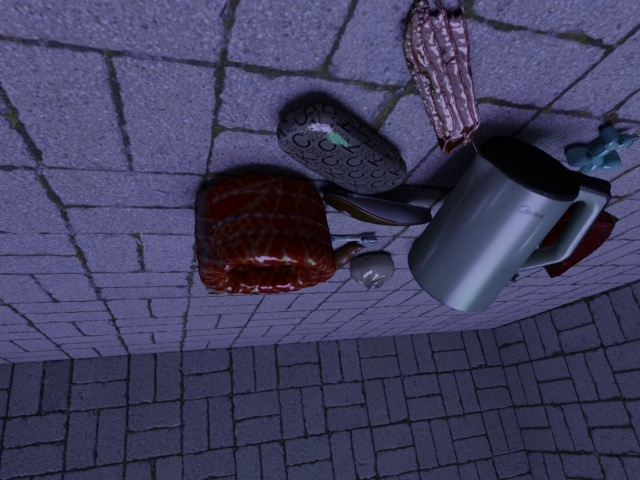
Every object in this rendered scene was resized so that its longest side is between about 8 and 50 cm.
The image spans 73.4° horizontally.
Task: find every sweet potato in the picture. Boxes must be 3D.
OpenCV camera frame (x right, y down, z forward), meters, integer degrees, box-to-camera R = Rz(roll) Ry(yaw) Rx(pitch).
[{"bbox_3d":[0.056,0.078,1.557,0.072,0.066,0.314,5,153,-44],"label":"sweet potato"}]

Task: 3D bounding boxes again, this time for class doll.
[{"bbox_3d":[0.689,-0.212,1.057,0.159,0.059,0.159,2,154,-22],"label":"doll"}]

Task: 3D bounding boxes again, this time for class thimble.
[{"bbox_3d":[-0.141,-0.003,1.072,0.351,0.230,0.350,-6,159,-2],"label":"thimble"}]

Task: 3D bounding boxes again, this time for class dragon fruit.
[{"bbox_3d":[0.863,-0.036,1.461,0.205,0.152,0.316,-23,145,-9],"label":"dragon fruit"}]

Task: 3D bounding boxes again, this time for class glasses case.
[{"bbox_3d":[0.059,-0.178,0.899,0.137,0.085,0.355,-20,156,33],"label":"glasses case"}]

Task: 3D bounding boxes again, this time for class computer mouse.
[{"bbox_3d":[0.151,-0.078,1.132,0.311,0.071,0.158,8,-175,-31],"label":"computer mouse"}]

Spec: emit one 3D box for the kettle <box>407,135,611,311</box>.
[{"bbox_3d":[0.454,-0.023,1.039,0.362,0.250,0.376,16,131,-6],"label":"kettle"}]

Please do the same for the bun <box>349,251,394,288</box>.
[{"bbox_3d":[0.200,0.123,1.641,0.173,0.119,0.172,-5,160,-2],"label":"bun"}]

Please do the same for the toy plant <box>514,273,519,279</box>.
[{"bbox_3d":[0.780,0.185,1.988,0.233,0.112,0.243,16,143,-35],"label":"toy plant"}]

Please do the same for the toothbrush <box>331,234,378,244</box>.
[{"bbox_3d":[-0.001,-0.002,1.386,0.387,0.040,0.040,1,157,-11],"label":"toothbrush"}]

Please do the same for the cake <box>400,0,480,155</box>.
[{"bbox_3d":[0.206,-0.278,0.726,0.098,0.135,0.287,-10,138,20],"label":"cake"}]

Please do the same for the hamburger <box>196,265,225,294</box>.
[{"bbox_3d":[-0.284,0.081,1.410,0.208,0.135,0.155,-27,171,9],"label":"hamburger"}]

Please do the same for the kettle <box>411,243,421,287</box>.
[{"bbox_3d":[0.460,0.051,1.526,0.237,0.161,0.221,-9,127,1],"label":"kettle"}]
